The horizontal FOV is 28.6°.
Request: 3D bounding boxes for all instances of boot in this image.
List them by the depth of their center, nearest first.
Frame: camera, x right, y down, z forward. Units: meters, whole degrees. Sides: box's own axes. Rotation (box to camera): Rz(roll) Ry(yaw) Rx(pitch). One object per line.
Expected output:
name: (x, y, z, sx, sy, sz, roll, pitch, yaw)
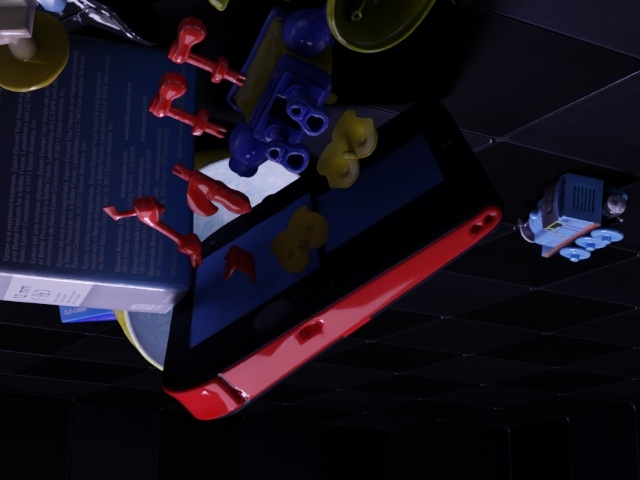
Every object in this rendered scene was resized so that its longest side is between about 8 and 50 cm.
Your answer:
boot: (-0.217, -0.203, 1.145, 0.099, 0.045, 0.121, -16, 150, 36)

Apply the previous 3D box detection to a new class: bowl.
bowl: (-0.157, 0.008, 1.554, 0.289, 0.289, 0.156, 18, -171, -44)

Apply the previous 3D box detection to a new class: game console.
game console: (0.000, 0.000, 1.227, 0.342, 0.060, 0.386, -36, -162, 10)

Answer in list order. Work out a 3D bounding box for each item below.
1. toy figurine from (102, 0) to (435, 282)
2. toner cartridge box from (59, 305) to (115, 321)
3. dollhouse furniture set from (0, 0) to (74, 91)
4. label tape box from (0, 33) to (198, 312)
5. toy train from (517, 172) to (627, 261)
toy figurine: (-0.044, -0.170, 1.125, 0.191, 0.217, 0.362, 20, 114, -16)
toner cartridge box: (-0.209, 0.068, 1.846, 0.165, 0.075, 0.348, -13, 172, 28)
dollhouse furniture set: (-0.250, -0.206, 0.695, 0.286, 0.303, 0.198, -2, 162, 7)
label tape box: (-0.300, -0.074, 1.219, 0.347, 0.249, 0.115, 6, 163, -17)
toy train: (0.332, -0.029, 1.664, 0.105, 0.080, 0.184, 13, 163, -11)
